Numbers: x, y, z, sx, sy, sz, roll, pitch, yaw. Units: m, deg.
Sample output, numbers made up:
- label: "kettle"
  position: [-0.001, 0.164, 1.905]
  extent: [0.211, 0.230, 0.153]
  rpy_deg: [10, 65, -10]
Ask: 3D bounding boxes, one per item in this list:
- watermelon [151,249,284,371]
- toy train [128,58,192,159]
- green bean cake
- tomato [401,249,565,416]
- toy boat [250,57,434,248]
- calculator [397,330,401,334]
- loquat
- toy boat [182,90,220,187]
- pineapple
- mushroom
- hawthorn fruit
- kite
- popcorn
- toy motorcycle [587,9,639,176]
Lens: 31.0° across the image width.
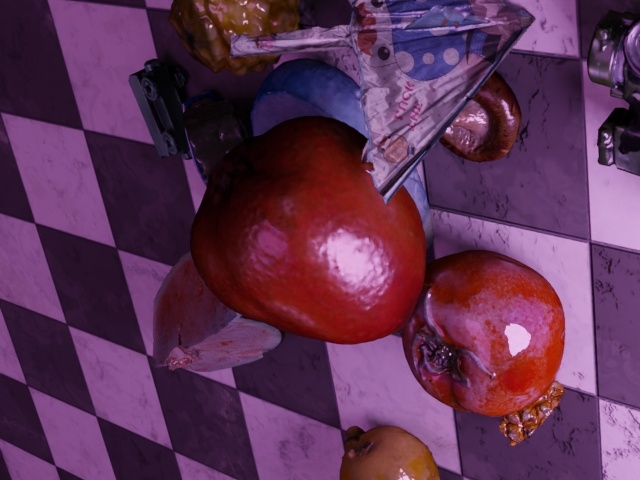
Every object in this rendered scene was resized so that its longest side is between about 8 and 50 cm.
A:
- label: "watermelon"
  position: [-0.167, 0.123, 1.927]
  extent: [0.224, 0.180, 0.305]
  rpy_deg: [45, 143, -8]
- label: "toy train"
  position: [-0.249, -0.209, 1.853]
  extent: [0.099, 0.070, 0.172]
  rpy_deg: [8, 123, 53]
- label: "green bean cake"
  position: [-0.132, -0.117, 1.724]
  extent: [0.173, 0.094, 0.181]
  rpy_deg: [-119, 7, -72]
- label: "tomato"
  position: [0.223, 0.117, 1.536]
  extent: [0.232, 0.188, 0.232]
  rpy_deg: [26, 130, 36]
- label: "toy boat"
  position: [0.035, -0.117, 1.631]
  extent: [0.215, 0.123, 0.330]
  rpy_deg: [-14, 119, 46]
- label: "calculator"
  position: [0.007, 0.047, 1.742]
  extent: [0.268, 0.040, 0.177]
  rpy_deg: [32, 175, 25]
- label: "loquat"
  position: [0.105, 0.381, 1.881]
  extent: [0.204, 0.149, 0.172]
  rpy_deg: [49, 144, 27]
- label: "toy boat"
  position: [-0.159, -0.125, 1.831]
  extent: [0.046, 0.080, 0.229]
  rpy_deg: [-132, 21, -68]
- label: "pineapple"
  position: [0.289, 0.224, 1.663]
  extent: [0.114, 0.077, 0.114]
  rpy_deg: [-48, 67, 16]
- label: "mushroom"
  position: [0.119, -0.165, 1.404]
  extent: [0.227, 0.217, 0.148]
  rpy_deg: [48, 141, 6]
- label: "hawthorn fruit"
  position: [-0.011, -0.007, 1.450]
  extent: [0.311, 0.295, 0.295]
  rpy_deg: [41, 139, 16]
- label: "kite"
  position: [0.074, -0.243, 1.341]
  extent: [0.014, 0.368, 0.406]
  rpy_deg: [147, 116, -78]
- label: "popcorn"
  position: [-0.118, -0.321, 1.555]
  extent: [0.189, 0.169, 0.218]
  rpy_deg: [59, 167, 2]
- label: "toy motorcycle"
  position: [0.379, -0.122, 1.258]
  extent: [0.205, 0.127, 0.275]
  rpy_deg: [22, 129, 28]
